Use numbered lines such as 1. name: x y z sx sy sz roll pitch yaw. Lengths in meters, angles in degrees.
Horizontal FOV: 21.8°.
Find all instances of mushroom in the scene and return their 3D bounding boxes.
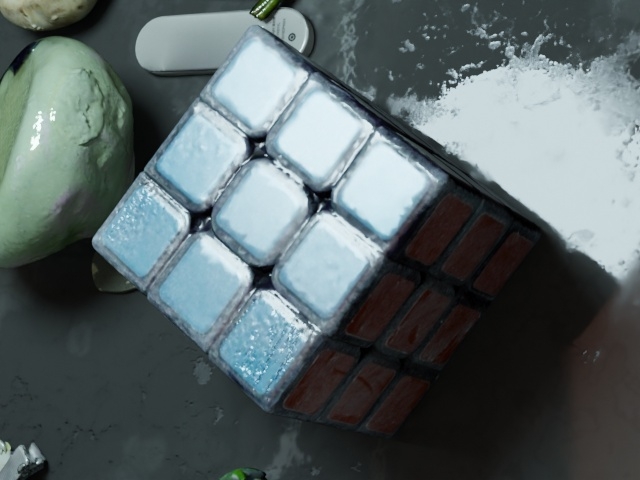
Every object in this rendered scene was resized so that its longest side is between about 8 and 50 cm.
1. mushroom: -0.354 -0.349 2.128 0.166 0.127 0.166 -3 84 29

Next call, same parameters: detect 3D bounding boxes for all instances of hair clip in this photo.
1. hair clip: -0.412 0.316 2.058 0.172 0.049 0.116 -43 60 15

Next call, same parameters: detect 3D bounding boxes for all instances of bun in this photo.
1. bun: -0.311 -0.095 2.015 0.293 0.187 0.293 -47 34 47

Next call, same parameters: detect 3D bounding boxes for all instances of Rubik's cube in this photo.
1. Rubik's cube: 0.000 0.000 1.779 0.301 0.304 0.305 39 95 27

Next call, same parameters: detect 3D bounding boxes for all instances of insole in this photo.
1. insole: -0.176 0.002 2.028 0.248 0.011 0.081 -19 74 21

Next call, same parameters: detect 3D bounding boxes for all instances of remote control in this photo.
1. remote control: -0.121 -0.244 2.049 0.245 0.022 0.077 0 81 26

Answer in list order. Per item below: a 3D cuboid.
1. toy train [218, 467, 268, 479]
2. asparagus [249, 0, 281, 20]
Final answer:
1. toy train: -0.154 0.395 1.851 0.307 0.173 0.248 -15 82 23
2. asparagus: -0.005 -0.358 2.005 0.022 0.023 0.233 39 93 -13
